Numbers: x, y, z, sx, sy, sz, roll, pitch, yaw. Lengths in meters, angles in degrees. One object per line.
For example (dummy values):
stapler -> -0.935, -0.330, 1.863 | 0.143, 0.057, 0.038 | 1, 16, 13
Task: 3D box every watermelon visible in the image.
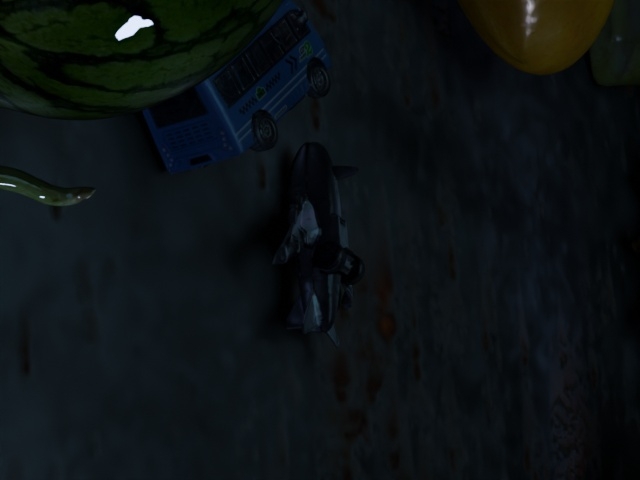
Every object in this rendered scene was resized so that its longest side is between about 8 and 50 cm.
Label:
watermelon -> -0.075, -0.094, 0.450 | 0.141, 0.140, 0.187 | 57, 45, -30

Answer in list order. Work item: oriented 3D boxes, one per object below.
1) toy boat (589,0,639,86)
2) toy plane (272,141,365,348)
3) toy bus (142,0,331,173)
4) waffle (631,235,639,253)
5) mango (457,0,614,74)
toy boat -> 0.188, -0.230, 0.915 | 0.111, 0.084, 0.276 | -11, 92, -54
toy plane -> 0.000, 0.000, 0.635 | 0.078, 0.031, 0.083 | 34, 56, -66
toy bus -> -0.031, -0.061, 0.595 | 0.083, 0.038, 0.046 | -50, 119, -49
waffle -> 0.280, 0.051, 0.998 | 0.260, 0.069, 0.293 | -45, 118, -51
mango -> 0.091, -0.179, 0.747 | 0.145, 0.112, 0.219 | -57, 140, -45
